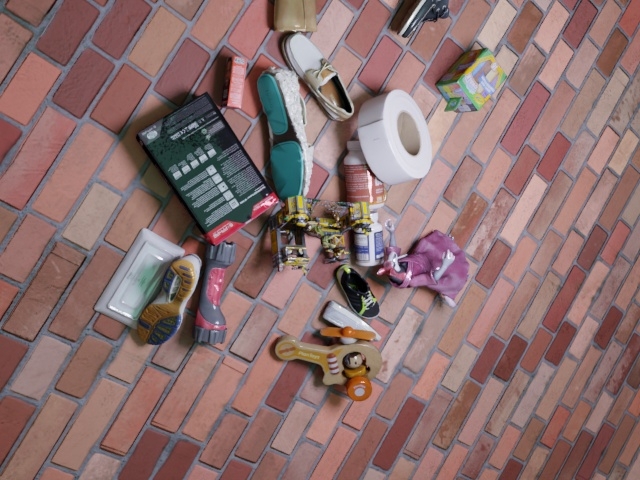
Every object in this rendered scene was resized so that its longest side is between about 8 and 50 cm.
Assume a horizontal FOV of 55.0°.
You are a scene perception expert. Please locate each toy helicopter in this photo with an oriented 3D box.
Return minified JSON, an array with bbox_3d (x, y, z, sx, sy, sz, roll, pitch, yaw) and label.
[{"bbox_3d":[0.031,0.361,1.978,0.355,0.140,0.234,14,114,-11],"label":"toy helicopter"}]

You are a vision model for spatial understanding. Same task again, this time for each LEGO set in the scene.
[{"bbox_3d":[0.000,0.000,1.844,0.331,0.255,0.192,6,69,-36],"label":"LEGO set"}]

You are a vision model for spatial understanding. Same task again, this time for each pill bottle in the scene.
[{"bbox_3d":[0.137,-0.210,1.947,0.121,0.121,0.216,-10,103,-23],"label":"pill bottle"},{"bbox_3d":[0.157,-0.007,2.005,0.094,0.094,0.169,-8,102,-23],"label":"pill bottle"}]

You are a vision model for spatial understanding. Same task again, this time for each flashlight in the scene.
[{"bbox_3d":[-0.306,0.150,1.817,0.103,0.103,0.303,10,95,-24],"label":"flashlight"}]

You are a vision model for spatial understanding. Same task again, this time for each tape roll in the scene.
[{"bbox_3d":[0.234,-0.318,1.909,0.286,0.100,0.286,19,65,-49],"label":"tape roll"}]

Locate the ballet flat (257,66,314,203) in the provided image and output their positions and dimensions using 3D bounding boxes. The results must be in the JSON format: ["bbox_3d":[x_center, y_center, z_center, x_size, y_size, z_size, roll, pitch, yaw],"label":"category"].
[{"bbox_3d":[-0.080,-0.314,1.833,0.147,0.147,0.408,-15,104,-22],"label":"ballet flat"}]

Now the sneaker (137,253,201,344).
[{"bbox_3d":[-0.419,0.170,1.767,0.112,0.131,0.296,33,108,-4],"label":"sneaker"}]

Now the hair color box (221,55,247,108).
[{"bbox_3d":[-0.248,-0.450,1.760,0.043,0.072,0.141,6,95,-25],"label":"hair color box"}]

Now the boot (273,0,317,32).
[{"bbox_3d":[-0.027,-0.750,1.808,0.236,0.089,0.269,-3,100,-13],"label":"boot"}]

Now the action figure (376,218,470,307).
[{"bbox_3d":[0.312,0.089,2.034,0.370,0.248,0.275,-11,130,-38],"label":"action figure"}]

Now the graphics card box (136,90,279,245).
[{"bbox_3d":[-0.315,-0.199,1.730,0.233,0.094,0.370,-37,103,-15],"label":"graphics card box"}]

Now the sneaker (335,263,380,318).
[{"bbox_3d":[0.129,0.178,2.021,0.084,0.097,0.234,-43,113,-12],"label":"sneaker"}]

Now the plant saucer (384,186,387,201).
[{"bbox_3d":[0.190,-0.147,2.040,0.084,0.015,0.083,-4,100,-23],"label":"plant saucer"}]

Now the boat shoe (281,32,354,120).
[{"bbox_3d":[0.005,-0.495,1.849,0.113,0.103,0.302,-45,113,-12],"label":"boat shoe"}]

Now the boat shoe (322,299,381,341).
[{"bbox_3d":[0.101,0.284,2.045,0.228,0.079,0.081,36,93,-20],"label":"boat shoe"}]

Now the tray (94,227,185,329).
[{"bbox_3d":[-0.512,0.113,1.758,0.145,0.030,0.270,32,85,-24],"label":"tray"}]

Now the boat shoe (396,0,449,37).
[{"bbox_3d":[0.370,-0.760,1.960,0.113,0.127,0.340,37,73,-13],"label":"boat shoe"}]

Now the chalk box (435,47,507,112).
[{"bbox_3d":[0.486,-0.515,2.049,0.213,0.132,0.132,-48,114,-11],"label":"chalk box"}]
